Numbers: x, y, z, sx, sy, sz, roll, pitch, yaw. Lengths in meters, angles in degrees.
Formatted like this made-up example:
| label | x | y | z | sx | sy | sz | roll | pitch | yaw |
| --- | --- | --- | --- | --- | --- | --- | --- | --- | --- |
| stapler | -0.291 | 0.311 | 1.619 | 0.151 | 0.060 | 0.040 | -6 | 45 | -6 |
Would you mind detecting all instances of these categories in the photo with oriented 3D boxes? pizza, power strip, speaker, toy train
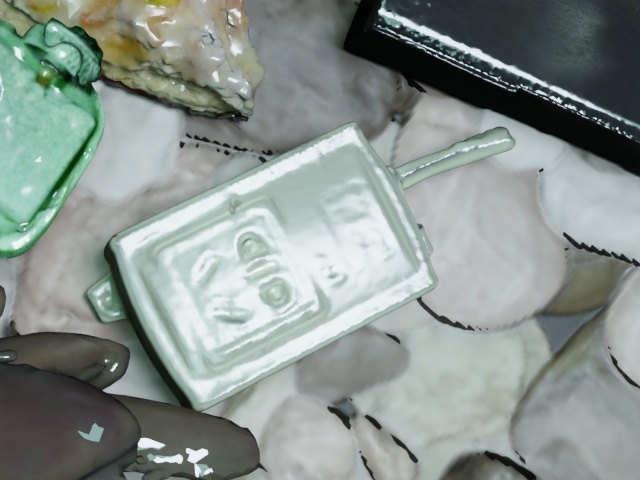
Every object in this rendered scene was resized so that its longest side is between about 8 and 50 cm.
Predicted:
| label | x | y | z | sx | sy | sz | roll | pitch | yaw |
| --- | --- | --- | --- | --- | --- | --- | --- | --- | --- |
| pizza | -0.092 | -0.120 | 0.590 | 0.185 | 0.052 | 0.195 | -44 | 93 | -9 |
| power strip | 0.000 | 0.000 | 0.598 | 0.175 | 0.042 | 0.075 | -28 | 88 | -13 |
| speaker | 0.125 | -0.073 | 0.629 | 0.218 | 0.044 | 0.082 | 24 | 80 | -8 |
| toy train | -0.154 | -0.059 | 0.548 | 0.149 | 0.081 | 0.099 | 37 | 74 | -26 |

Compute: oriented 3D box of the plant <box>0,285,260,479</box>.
| label | x | y | z | sx | sy | sz | roll | pitch | yaw |
| --- | --- | --- | --- | --- | --- | --- | --- | --- | --- |
| plant | -0.185 | 0.073 | 0.487 | 0.321 | 0.181 | 0.194 | 28 | 82 | -1 |
